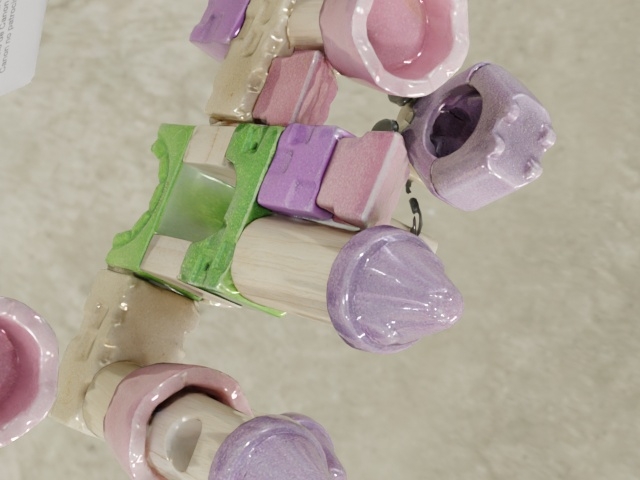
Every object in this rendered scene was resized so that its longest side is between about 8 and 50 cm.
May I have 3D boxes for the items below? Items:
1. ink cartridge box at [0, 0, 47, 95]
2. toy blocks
[{"bbox_3d":[-0.206,-0.108,0.476,0.273,0.114,0.197,-36,153,-47],"label":"ink cartridge box"},{"bbox_3d":[0.000,0.000,0.718,0.309,0.260,0.288,27,81,-34],"label":"toy blocks"}]
